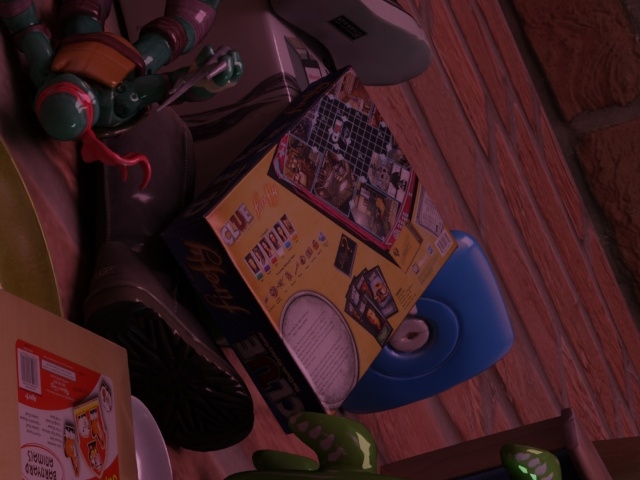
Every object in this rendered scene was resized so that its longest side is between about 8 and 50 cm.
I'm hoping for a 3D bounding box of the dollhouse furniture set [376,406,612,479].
[{"bbox_3d":[0.181,0.355,1.640,0.286,0.198,0.303,56,23,-45],"label":"dollhouse furniture set"}]

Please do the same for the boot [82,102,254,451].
[{"bbox_3d":[-0.105,0.017,1.278,0.208,0.076,0.189,-100,167,-48],"label":"boot"}]

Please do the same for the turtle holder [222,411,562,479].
[{"bbox_3d":[0.071,0.259,1.211,0.320,0.243,0.227,19,70,-26],"label":"turtle holder"}]

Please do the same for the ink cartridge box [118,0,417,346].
[{"bbox_3d":[-0.039,-0.067,1.473,0.211,0.121,0.289,11,63,-72],"label":"ink cartridge box"}]

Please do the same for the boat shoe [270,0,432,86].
[{"bbox_3d":[0.025,-0.186,1.450,0.219,0.078,0.070,36,39,-60],"label":"boat shoe"}]

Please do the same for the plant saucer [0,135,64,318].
[{"bbox_3d":[-0.206,0.015,0.969,0.241,0.037,0.241,-18,90,-74],"label":"plant saucer"}]

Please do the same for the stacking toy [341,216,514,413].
[{"bbox_3d":[0.052,-0.003,1.718,0.302,0.175,0.165,-106,172,-53],"label":"stacking toy"}]

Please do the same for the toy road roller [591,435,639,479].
[{"bbox_3d":[0.373,0.420,2.245,0.240,0.202,0.329,-67,141,-51],"label":"toy road roller"}]

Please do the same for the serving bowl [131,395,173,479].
[{"bbox_3d":[-0.121,0.139,1.146,0.083,0.027,0.083,-17,90,-75],"label":"serving bowl"}]

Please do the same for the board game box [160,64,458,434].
[{"bbox_3d":[0.000,0.000,1.303,0.165,0.042,0.243,59,36,-14],"label":"board game box"}]

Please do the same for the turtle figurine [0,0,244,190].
[{"bbox_3d":[-0.143,-0.124,1.208,0.175,0.118,0.234,28,24,-6],"label":"turtle figurine"}]

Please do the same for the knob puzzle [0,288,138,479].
[{"bbox_3d":[-0.139,0.136,0.954,0.213,0.030,0.213,-10,90,-75],"label":"knob puzzle"}]
